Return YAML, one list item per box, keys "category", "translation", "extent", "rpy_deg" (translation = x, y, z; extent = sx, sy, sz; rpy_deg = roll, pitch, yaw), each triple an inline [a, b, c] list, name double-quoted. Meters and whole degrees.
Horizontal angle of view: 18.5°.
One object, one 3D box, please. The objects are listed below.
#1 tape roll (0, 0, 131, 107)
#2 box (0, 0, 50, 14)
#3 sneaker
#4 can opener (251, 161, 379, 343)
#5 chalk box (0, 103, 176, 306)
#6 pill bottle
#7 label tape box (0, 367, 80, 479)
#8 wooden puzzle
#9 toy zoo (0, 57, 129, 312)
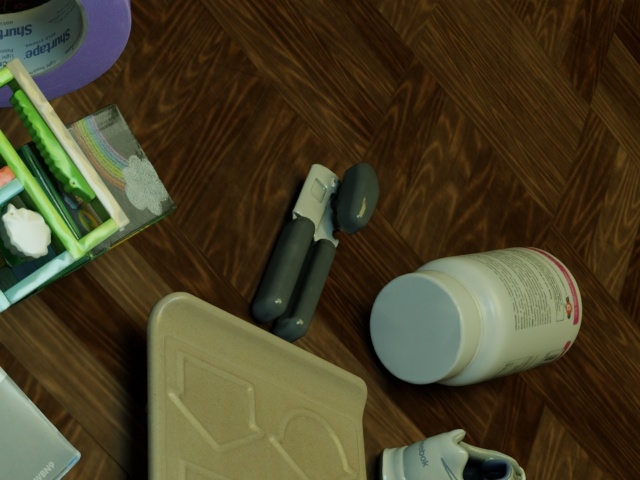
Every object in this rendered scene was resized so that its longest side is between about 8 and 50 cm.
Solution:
- category: "tape roll"
  translation: [-0.323, -0.243, 1.908]
  extent: [0.275, 0.275, 0.090]
  rpy_deg: [25, 47, -42]
- category: "box"
  translation: [-0.339, -0.346, 2.048]
  extent: [0.247, 0.163, 0.142]
  rpy_deg: [15, 56, -48]
- category: "sneaker"
  translation: [0.201, 0.318, 2.322]
  extent: [0.297, 0.129, 0.111]
  rpy_deg: [34, 40, -37]
- category: "can opener"
  translation: [0.000, 0.000, 2.320]
  extent: [0.076, 0.095, 0.283]
  rpy_deg: [46, 36, -20]
- category: "chalk box"
  translation: [-0.272, -0.029, 1.951]
  extent: [0.132, 0.132, 0.213]
  rpy_deg: [60, 34, -3]
- category: "pill bottle"
  translation: [0.194, 0.095, 2.448]
  extent: [0.283, 0.160, 0.160]
  rpy_deg: [-6, 71, -55]
- category: "label tape box"
  translation: [-0.378, 0.082, 1.607]
  extent: [0.115, 0.249, 0.347]
  rpy_deg: [-43, 105, -21]
- category: "wooden puzzle"
  translation: [-0.073, 0.265, 2.050]
  extent: [0.322, 0.080, 0.347]
  rpy_deg: [28, 50, -39]
- category: "toy zoo"
  translation: [-0.343, -0.015, 1.803]
  extent: [0.293, 0.030, 0.192]
  rpy_deg: [-36, 95, -26]
